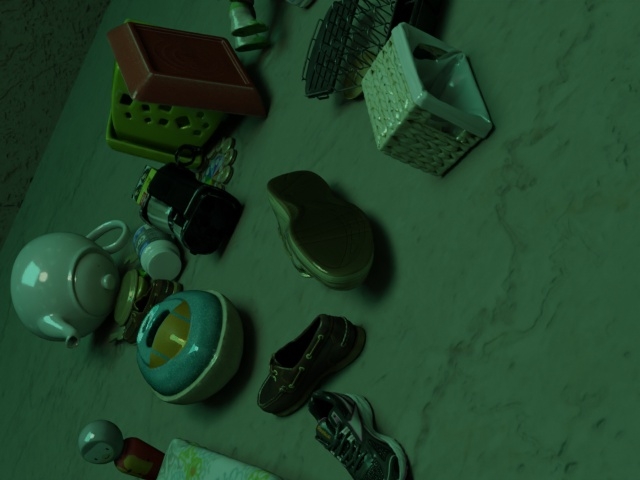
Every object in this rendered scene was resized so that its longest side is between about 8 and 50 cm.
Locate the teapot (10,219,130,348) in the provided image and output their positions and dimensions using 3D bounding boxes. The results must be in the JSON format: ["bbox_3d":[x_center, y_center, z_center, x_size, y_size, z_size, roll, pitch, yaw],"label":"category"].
[{"bbox_3d":[-0.513,0.090,1.982,0.187,0.252,0.256,-8,89,26],"label":"teapot"}]

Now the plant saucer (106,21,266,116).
[{"bbox_3d":[-0.247,-0.328,1.737,0.258,0.259,0.048,61,138,45],"label":"plant saucer"}]

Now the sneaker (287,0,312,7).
[{"bbox_3d":[-0.008,-0.550,1.723,0.237,0.086,0.085,-62,27,4],"label":"sneaker"}]

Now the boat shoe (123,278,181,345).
[{"bbox_3d":[-0.333,0.132,1.779,0.178,0.060,0.064,-47,33,31],"label":"boat shoe"}]

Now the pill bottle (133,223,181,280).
[{"bbox_3d":[-0.317,0.024,1.816,0.078,0.078,0.137,-60,28,10],"label":"pill bottle"}]

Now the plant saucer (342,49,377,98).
[{"bbox_3d":[0.065,-0.254,1.444,0.083,0.015,0.083,-38,38,39],"label":"plant saucer"}]

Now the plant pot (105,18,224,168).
[{"bbox_3d":[-0.313,-0.284,1.872,0.228,0.227,0.207,-97,25,-52],"label":"plant pot"}]

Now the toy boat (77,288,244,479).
[{"bbox_3d":[-0.248,0.214,1.455,0.267,0.148,0.318,0,62,60],"label":"toy boat"}]

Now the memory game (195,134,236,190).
[{"bbox_3d":[-0.218,-0.122,1.829,0.186,0.012,0.186,-40,37,39],"label":"memory game"}]

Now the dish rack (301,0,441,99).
[{"bbox_3d":[0.066,-0.322,1.403,0.271,0.074,0.208,-5,62,46],"label":"dish rack"}]

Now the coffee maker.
[{"bbox_3d":[-0.234,-0.076,1.683,0.178,0.120,0.171,23,110,51],"label":"coffee maker"}]

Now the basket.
[{"bbox_3d":[0.128,-0.177,1.180,0.103,0.113,0.167,-50,32,34],"label":"basket"}]

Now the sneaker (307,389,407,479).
[{"bbox_3d":[0.031,0.233,1.066,0.072,0.077,0.178,-62,29,10],"label":"sneaker"}]

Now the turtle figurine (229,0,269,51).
[{"bbox_3d":[-0.119,-0.520,1.812,0.197,0.274,0.266,-20,77,54],"label":"turtle figurine"}]

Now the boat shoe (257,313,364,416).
[{"bbox_3d":[-0.030,0.161,1.233,0.207,0.073,0.073,-47,35,33],"label":"boat shoe"}]

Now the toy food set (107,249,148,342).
[{"bbox_3d":[-0.389,0.119,1.922,0.132,0.038,0.192,-24,54,61],"label":"toy food set"}]

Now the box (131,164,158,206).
[{"bbox_3d":[-0.334,-0.096,1.947,0.087,0.058,0.232,-64,25,3],"label":"box"}]

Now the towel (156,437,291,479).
[{"bbox_3d":[-0.156,0.443,1.221,0.374,0.090,0.321,-4,62,59],"label":"towel"}]

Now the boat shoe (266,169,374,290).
[{"bbox_3d":[0.000,0.000,1.291,0.302,0.109,0.098,-128,26,-58],"label":"boat shoe"}]
